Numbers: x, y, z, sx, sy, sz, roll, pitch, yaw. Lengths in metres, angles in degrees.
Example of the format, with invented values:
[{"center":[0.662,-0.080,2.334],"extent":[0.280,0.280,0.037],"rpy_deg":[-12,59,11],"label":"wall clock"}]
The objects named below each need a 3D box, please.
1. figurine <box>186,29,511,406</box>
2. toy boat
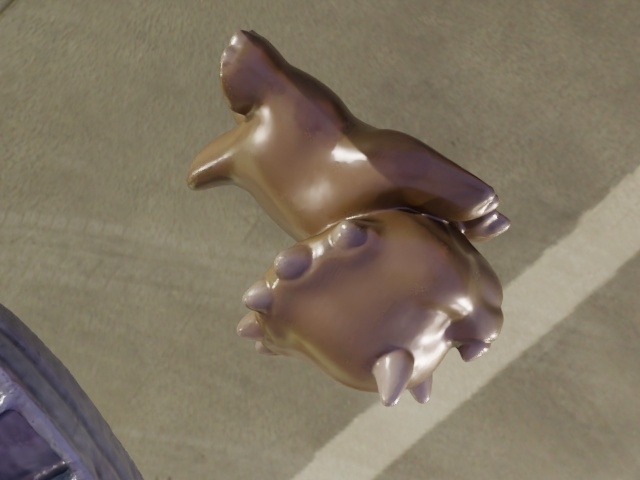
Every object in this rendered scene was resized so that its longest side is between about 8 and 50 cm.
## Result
[{"center":[0.003,0.002,0.651],"extent":[0.247,0.177,0.173],"rpy_deg":[34,90,-1],"label":"figurine"},{"center":[-0.232,0.123,0.666],"extent":[0.127,0.078,0.283],"rpy_deg":[-29,105,21],"label":"toy boat"}]
